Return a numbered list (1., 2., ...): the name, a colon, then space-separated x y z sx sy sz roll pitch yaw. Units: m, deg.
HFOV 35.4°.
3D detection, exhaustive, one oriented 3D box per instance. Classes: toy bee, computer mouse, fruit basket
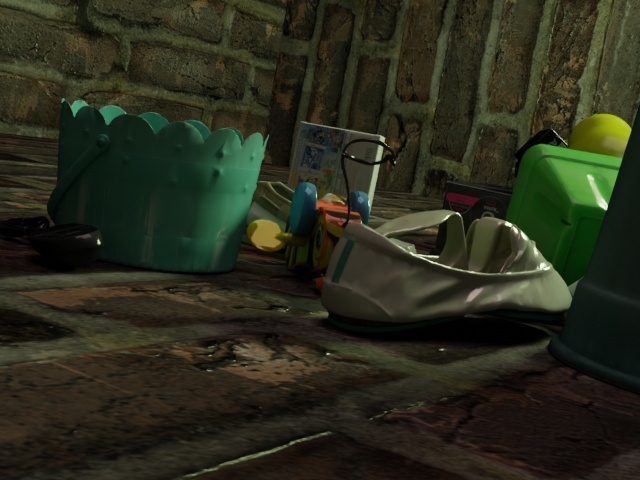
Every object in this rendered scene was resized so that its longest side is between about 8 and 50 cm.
1. toy bee: 0.000 0.000 1.306 0.195 0.162 0.298 3 -19 5
2. computer mouse: -0.324 0.001 1.181 0.071 0.041 0.242 -15 15 -35
3. fruit basket: 0.486 -0.045 1.689 0.391 0.283 0.392 11 22 -4

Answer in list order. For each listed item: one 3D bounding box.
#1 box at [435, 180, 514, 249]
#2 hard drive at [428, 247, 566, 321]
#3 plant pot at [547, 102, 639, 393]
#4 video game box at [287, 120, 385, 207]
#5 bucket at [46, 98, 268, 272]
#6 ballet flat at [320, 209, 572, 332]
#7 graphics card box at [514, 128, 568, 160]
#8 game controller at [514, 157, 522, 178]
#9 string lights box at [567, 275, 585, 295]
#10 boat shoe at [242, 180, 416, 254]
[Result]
1. box: 0.366 -0.040 2.091 0.165 0.143 0.270 13 8 24
2. hard drive: 0.243 0.059 1.445 0.171 0.054 0.255 9 7 -7
3. plant pot: 0.457 -0.004 1.106 0.341 0.334 0.341 11 6 -1
4. video game box: 0.027 -0.139 2.152 0.187 0.205 0.048 13 3 16
5. bucket: -0.214 -0.071 1.297 0.281 0.183 0.281 10 6 -1
6. ballet flat: 0.169 0.031 1.164 0.400 0.139 0.139 1 11 -41
7. graphics card box: 0.577 -0.079 2.150 0.371 0.094 0.233 45 9 2
8. game controller: 0.478 -0.037 1.904 0.166 0.067 0.319 15 39 -33
9. string lights box: 0.474 0.021 1.343 0.077 0.259 0.133 59 25 15
10. boat shoe: 0.011 -0.021 1.549 0.302 0.103 0.113 13 7 23
